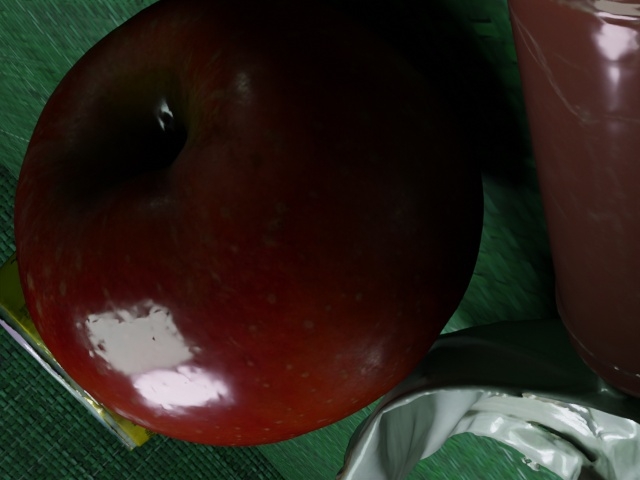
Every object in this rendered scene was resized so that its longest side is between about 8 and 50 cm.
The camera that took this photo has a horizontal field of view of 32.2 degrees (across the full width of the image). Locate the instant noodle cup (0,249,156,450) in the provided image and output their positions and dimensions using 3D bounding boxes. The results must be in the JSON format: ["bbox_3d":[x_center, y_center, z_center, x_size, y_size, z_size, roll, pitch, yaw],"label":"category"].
[{"bbox_3d":[-0.208,0.064,1.258,0.325,0.254,0.325,40,164,14],"label":"instant noodle cup"}]

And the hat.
[{"bbox_3d":[0.147,0.120,0.749,0.257,0.168,0.301,19,-171,-3],"label":"hat"}]

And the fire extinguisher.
[{"bbox_3d":[0.159,-0.010,0.426,0.147,0.107,0.337,9,150,24],"label":"fire extinguisher"}]

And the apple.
[{"bbox_3d":[-0.036,-0.016,0.628,0.260,0.260,0.216,29,176,44],"label":"apple"}]
